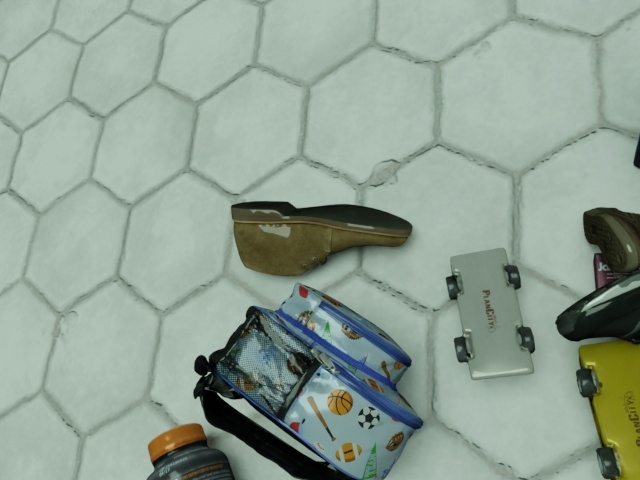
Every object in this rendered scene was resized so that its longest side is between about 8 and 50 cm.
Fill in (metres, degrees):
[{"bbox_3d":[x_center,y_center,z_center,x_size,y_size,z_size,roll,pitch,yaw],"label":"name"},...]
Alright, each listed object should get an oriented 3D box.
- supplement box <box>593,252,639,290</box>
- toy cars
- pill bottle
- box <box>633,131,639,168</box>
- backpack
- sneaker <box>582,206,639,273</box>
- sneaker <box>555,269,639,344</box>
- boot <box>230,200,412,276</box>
[{"bbox_3d":[0.396,0.060,0.769,0.055,0.043,0.083,-5,69,22],"label":"supplement box"},{"bbox_3d":[0.304,0.166,0.750,0.176,0.087,0.394,-43,56,-11],"label":"toy cars"},{"bbox_3d":[-0.177,0.398,0.842,0.130,0.130,0.245,-32,62,10],"label":"pill bottle"},{"bbox_3d":[0.538,-0.234,0.675,0.183,0.294,0.296,33,86,29],"label":"box"},{"bbox_3d":[0.011,0.196,0.779,0.263,0.276,0.213,41,91,17],"label":"backpack"},{"bbox_3d":[0.387,-0.012,0.729,0.071,0.188,0.066,-9,104,14],"label":"sneaker"},{"bbox_3d":[0.420,0.088,0.669,0.283,0.107,0.124,-15,70,-11],"label":"sneaker"},{"bbox_3d":[0.000,0.000,0.950,0.305,0.112,0.115,3,103,20],"label":"boot"}]
